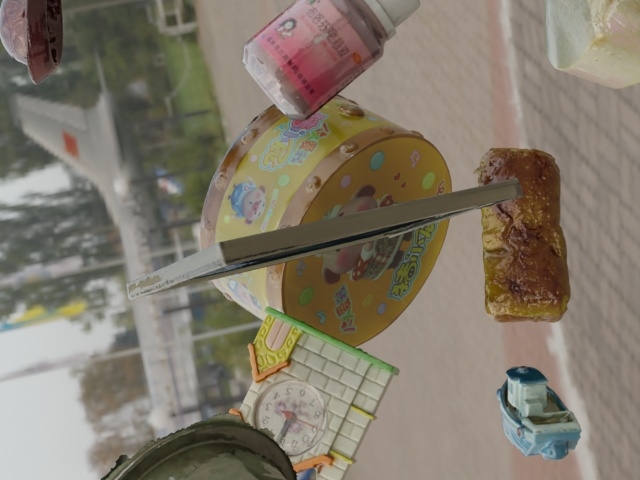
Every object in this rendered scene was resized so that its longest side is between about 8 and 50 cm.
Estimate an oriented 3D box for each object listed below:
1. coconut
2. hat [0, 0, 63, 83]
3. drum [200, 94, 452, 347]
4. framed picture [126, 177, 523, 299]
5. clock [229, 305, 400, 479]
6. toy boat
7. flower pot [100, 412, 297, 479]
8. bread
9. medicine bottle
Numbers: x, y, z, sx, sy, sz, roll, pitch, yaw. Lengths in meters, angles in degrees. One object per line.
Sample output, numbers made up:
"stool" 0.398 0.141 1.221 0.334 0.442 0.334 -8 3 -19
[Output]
"coconut" 0.448 -0.354 1.970 0.241 0.241 0.241 168 90 -84
"hat" -0.476 -0.357 2.069 0.205 0.089 0.205 179 90 -89
"drum" 0.015 -0.029 2.181 0.214 0.431 0.431 29 140 38
"framed picture" 0.000 0.000 1.678 0.326 0.446 0.028 -20 84 60
"clock" -0.031 0.263 1.945 0.255 0.220 0.106 -65 -11 -5
"toy boat" 0.301 0.223 1.775 0.215 0.088 0.102 -115 22 -74
"flower pot" -0.072 0.351 1.242 0.259 0.290 0.290 27 134 48
"bread" 0.299 -0.010 1.908 0.077 0.139 0.270 107 165 -68
"medicine bottle" 0.016 -0.291 1.790 0.147 0.247 0.147 49 180 0
